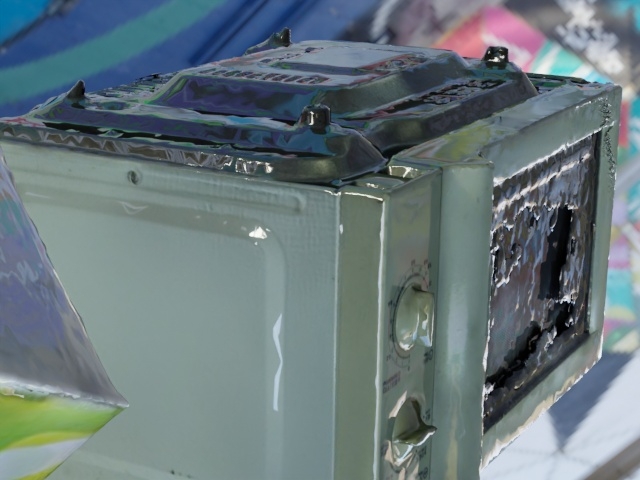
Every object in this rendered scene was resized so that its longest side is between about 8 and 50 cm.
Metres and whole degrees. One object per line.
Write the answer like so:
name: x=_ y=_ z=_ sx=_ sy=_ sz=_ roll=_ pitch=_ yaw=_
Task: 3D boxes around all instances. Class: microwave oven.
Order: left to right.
microwave oven: x=0.000 y=0.000 z=0.866 sx=0.286 sy=0.219 sz=0.355 roll=11 pitch=-161 yaw=27

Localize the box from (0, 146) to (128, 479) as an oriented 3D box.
box: x=-0.205 y=0.040 z=0.339 sx=0.260 sy=0.194 sz=0.111 roll=20 pitch=-148 yaw=-57
